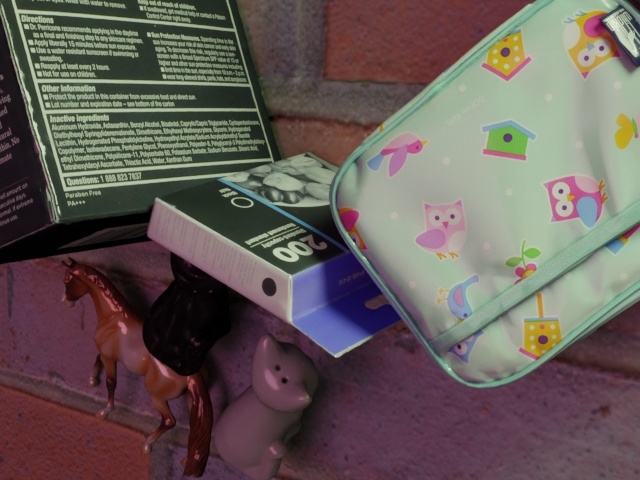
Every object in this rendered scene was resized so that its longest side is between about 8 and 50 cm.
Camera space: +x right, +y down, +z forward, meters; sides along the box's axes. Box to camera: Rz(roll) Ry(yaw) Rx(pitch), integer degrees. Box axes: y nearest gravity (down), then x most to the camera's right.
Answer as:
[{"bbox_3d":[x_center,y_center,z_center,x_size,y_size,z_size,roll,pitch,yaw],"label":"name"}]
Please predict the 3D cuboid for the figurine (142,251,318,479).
[{"bbox_3d":[-0.081,0.101,0.906,0.215,0.092,0.209,52,154,17],"label":"figurine"}]

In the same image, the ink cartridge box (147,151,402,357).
[{"bbox_3d":[0.000,0.000,0.819,0.208,0.206,0.045,31,122,28],"label":"ink cartridge box"}]

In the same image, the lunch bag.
[{"bbox_3d":[0.165,-0.035,0.709,0.279,0.108,0.224,-37,79,17],"label":"lunch bag"}]

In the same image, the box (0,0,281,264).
[{"bbox_3d":[-0.214,-0.147,0.898,0.182,0.296,0.294,-18,85,37],"label":"box"}]

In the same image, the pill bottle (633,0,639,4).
[{"bbox_3d":[0.245,-0.219,0.660,0.216,0.121,0.121,40,118,25],"label":"pill bottle"}]

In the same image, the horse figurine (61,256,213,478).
[{"bbox_3d":[-0.195,0.146,1.070,0.263,0.066,0.175,31,120,31],"label":"horse figurine"}]
